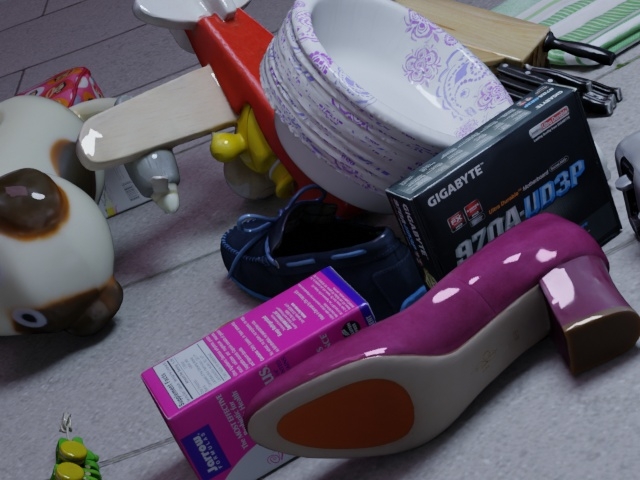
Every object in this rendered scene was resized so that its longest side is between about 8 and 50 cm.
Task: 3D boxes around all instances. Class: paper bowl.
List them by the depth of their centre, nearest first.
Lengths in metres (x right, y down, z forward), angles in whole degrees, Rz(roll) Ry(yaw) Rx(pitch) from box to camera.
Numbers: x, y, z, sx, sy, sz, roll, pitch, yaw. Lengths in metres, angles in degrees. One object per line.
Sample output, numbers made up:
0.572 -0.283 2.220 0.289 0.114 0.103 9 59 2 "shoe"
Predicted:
0.064 -0.140 1.521 0.148 0.284 0.284 -55 10 30 "paper bowl"

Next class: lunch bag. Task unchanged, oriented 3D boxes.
-0.490 -0.161 2.319 0.258 0.120 0.293 -23 26 13 "lunch bag"

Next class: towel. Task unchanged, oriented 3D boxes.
0.373 -0.329 1.966 0.248 0.038 0.325 -32 26 -13 "towel"

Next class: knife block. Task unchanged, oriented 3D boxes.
0.235 -0.228 1.738 0.242 0.088 0.275 -9 39 -12 "knife block"

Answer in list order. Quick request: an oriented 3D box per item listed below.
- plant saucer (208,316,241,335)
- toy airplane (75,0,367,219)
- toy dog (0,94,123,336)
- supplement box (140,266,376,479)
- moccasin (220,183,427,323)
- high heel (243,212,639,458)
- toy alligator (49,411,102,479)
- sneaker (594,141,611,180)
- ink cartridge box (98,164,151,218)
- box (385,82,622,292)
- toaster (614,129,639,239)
-0.093 0.113 1.549 0.083 0.015 0.083 -20 25 10 "plant saucer"
-0.093 -0.177 1.811 0.386 0.272 0.384 11 44 -1 "toy airplane"
-0.385 -0.014 1.793 0.395 0.284 0.408 -21 29 -9 "toy dog"
-0.046 0.138 1.349 0.220 0.111 0.114 -30 26 -9 "supplement box"
0.000 0.000 1.566 0.342 0.117 0.138 8 41 48 "moccasin"
0.097 0.084 1.298 0.377 0.127 0.181 -13 37 -10 "high heel"
-0.248 0.234 1.418 0.051 0.056 0.189 17 22 -12 "toy alligator"
0.219 -0.086 1.585 0.095 0.090 0.235 -44 29 -17 "sneaker"
-0.336 -0.093 2.041 0.198 0.115 0.067 -22 26 5 "ink cartridge box"
0.189 -0.029 1.391 0.220 0.175 0.051 -33 27 -19 "box"
0.389 -0.049 1.329 0.186 0.110 0.168 -22 26 5 "toaster"
